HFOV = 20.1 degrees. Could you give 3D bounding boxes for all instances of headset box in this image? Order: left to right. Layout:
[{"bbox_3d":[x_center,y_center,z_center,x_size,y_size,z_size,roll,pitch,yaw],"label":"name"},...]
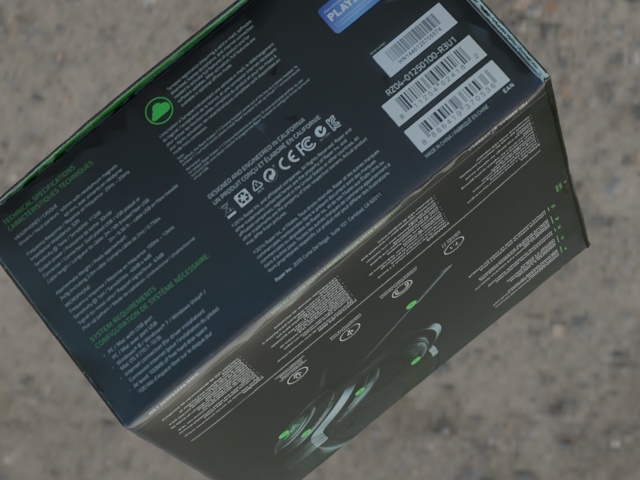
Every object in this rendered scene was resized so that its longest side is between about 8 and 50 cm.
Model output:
[{"bbox_3d":[0.000,0.000,0.933,0.246,0.131,0.283,-40,159,0],"label":"headset box"}]
